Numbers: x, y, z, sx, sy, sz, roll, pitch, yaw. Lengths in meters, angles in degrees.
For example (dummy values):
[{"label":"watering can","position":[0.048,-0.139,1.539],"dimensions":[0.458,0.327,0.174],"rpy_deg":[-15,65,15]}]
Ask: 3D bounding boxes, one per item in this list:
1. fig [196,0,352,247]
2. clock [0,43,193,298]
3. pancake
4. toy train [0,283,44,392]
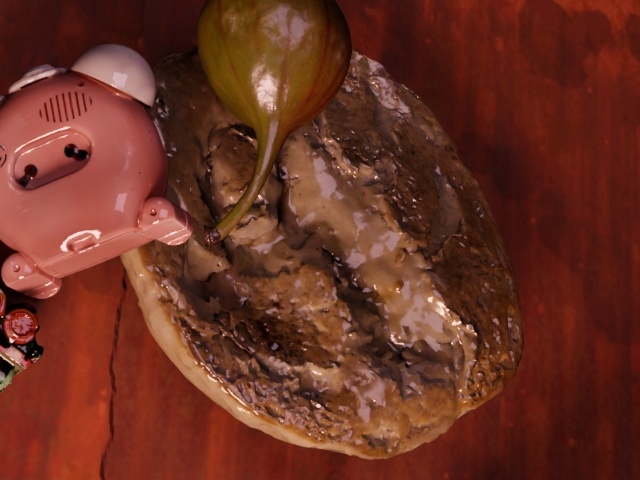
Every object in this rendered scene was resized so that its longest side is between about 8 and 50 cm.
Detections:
[{"label":"fig","position":[-0.047,-0.102,1.523],"dimensions":[0.124,0.124,0.236],"rpy_deg":[24,62,-23]},{"label":"clock","position":[-0.189,-0.058,1.472],"dimensions":[0.166,0.093,0.162],"rpy_deg":[-22,76,6]},{"label":"pancake","position":[-0.001,-0.001,1.614],"dimensions":[0.386,0.082,0.387],"rpy_deg":[14,59,-24]},{"label":"toy train","position":[-0.309,0.023,1.424],"dimensions":[0.249,0.053,0.085],"rpy_deg":[37,63,-15]}]
